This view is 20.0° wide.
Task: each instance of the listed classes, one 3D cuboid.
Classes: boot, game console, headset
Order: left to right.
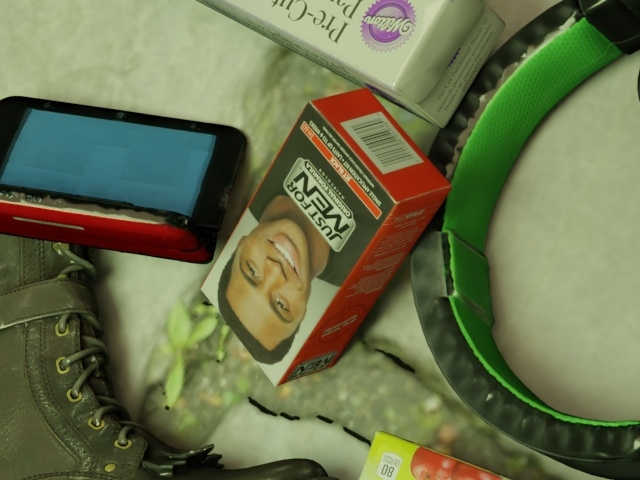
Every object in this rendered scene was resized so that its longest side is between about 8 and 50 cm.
[{"bbox_3d":[-0.126,0.069,0.943,0.263,0.091,0.229,-11,66,9],"label":"boot"},{"bbox_3d":[-0.121,-0.041,0.930,0.144,0.124,0.085,8,80,7],"label":"game console"},{"bbox_3d":[0.233,-0.024,0.826,0.394,0.185,0.243,-20,60,31],"label":"headset"}]

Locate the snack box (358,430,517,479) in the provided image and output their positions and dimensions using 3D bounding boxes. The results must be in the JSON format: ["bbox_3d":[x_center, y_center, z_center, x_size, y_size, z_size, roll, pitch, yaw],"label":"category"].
[{"bbox_3d":[0.095,0.206,0.840,0.207,0.070,0.174,20,84,23],"label":"snack box"}]

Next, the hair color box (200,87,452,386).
[{"bbox_3d":[0.000,0.000,0.896,0.072,0.043,0.141,50,134,22],"label":"hair color box"}]

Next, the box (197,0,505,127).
[{"bbox_3d":[-0.054,-0.158,0.955,0.324,0.063,0.067,32,90,31],"label":"box"}]
